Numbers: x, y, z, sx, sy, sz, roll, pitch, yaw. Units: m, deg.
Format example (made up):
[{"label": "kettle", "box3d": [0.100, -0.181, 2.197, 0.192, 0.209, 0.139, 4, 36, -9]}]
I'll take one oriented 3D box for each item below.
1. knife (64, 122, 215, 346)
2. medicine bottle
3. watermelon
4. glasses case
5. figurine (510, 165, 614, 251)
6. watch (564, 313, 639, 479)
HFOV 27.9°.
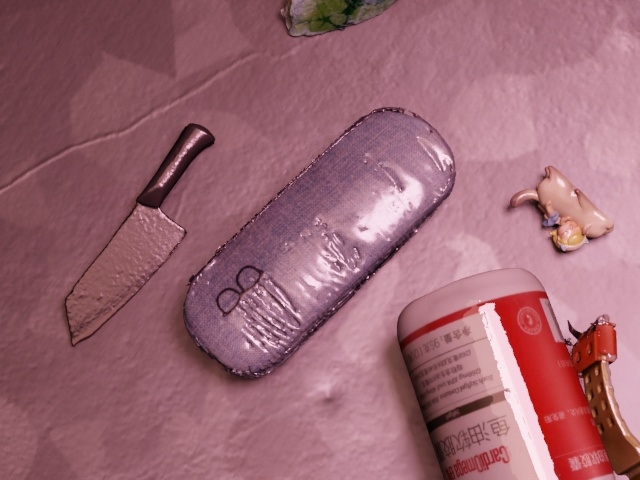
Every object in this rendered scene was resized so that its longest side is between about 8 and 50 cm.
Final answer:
[{"label": "knife", "box3d": [-0.161, -0.002, 1.169, 0.060, 0.028, 0.230, 35, 83, 0]}, {"label": "medicine bottle", "box3d": [0.155, 0.156, 1.039, 0.131, 0.131, 0.250, -18, 74, 1]}, {"label": "watermelon", "box3d": [0.024, -0.283, 1.201, 0.187, 0.071, 0.139, -34, 71, -4]}, {"label": "glasses case", "box3d": [0.000, 0.000, 1.128, 0.282, 0.067, 0.109, -44, 78, -5]}, {"label": "figurine", "box3d": [0.212, -0.023, 1.129, 0.083, 0.047, 0.050, 44, 98, 7]}, {"label": "watch", "box3d": [0.289, 0.097, 1.062, 0.165, 0.102, 0.268, -18, 72, -19]}]
